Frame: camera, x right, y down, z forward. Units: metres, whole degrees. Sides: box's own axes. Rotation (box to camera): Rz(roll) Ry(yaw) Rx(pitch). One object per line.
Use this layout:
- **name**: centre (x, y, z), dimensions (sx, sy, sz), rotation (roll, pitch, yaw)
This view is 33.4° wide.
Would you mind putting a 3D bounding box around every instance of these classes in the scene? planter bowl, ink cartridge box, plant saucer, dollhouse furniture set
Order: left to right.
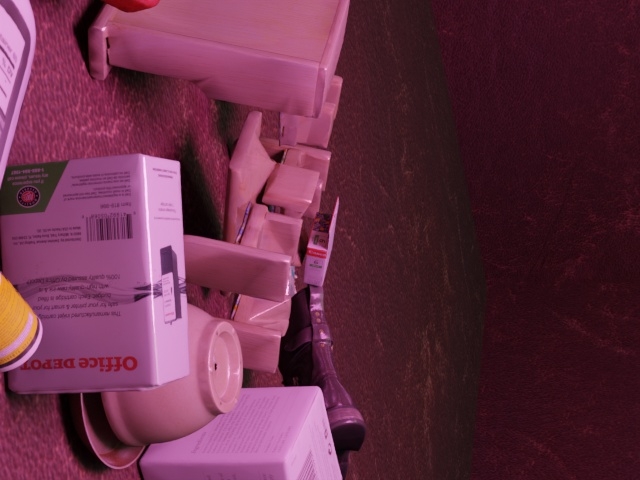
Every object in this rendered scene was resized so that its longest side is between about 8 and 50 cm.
- **ink cartridge box**: centre (-0.207, 0.032, 0.981), dimensions (0.087, 0.153, 0.209), rotation (1, 86, -74)
- **plant saucer**: centre (-0.220, 0.155, 1.120), dimensions (0.168, 0.029, 0.169), rotation (-5, 90, -73)
- **planter bowl**: centre (-0.148, 0.136, 1.127), dimensions (0.162, 0.109, 0.162), rotation (-4, 90, -73)
- **dollhouse furniture set**: centre (-0.126, -0.114, 1.292), dimensions (0.362, 0.256, 0.394), rotation (-75, 176, -45)
- **ink cartridge box**: centre (0.000, 0.000, 1.370), dimensions (0.115, 0.029, 0.063), rotation (97, 6, -51)

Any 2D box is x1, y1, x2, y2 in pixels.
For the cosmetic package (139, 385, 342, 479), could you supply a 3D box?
- **cosmetic package**: centre (-0.089, 0.275, 1.257), dimensions (0.151, 0.183, 0.151), rotation (-60, 142, -60)

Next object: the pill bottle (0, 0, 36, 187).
- **pill bottle**: centre (-0.289, -0.083, 0.636), dimensions (0.210, 0.210, 0.363), rotation (59, 31, -56)

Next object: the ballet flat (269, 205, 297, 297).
- **ballet flat**: centre (-0.076, 0.053, 1.563), dimensions (0.077, 0.091, 0.241), rotation (142, -47, -74)

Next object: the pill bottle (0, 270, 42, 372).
- **pill bottle**: centre (-0.282, 0.053, 0.874), dimensions (0.116, 0.065, 0.065), rotation (67, 26, -48)

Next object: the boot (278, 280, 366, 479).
- **boot**: centre (-0.025, 0.211, 1.437), dimensions (0.263, 0.091, 0.229), rotation (-59, -142, 39)

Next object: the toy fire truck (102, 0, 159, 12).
- **toy fire truck**: centre (-0.227, -0.385, 1.017), dimensions (0.254, 0.169, 0.302), rotation (16, 70, -56)
